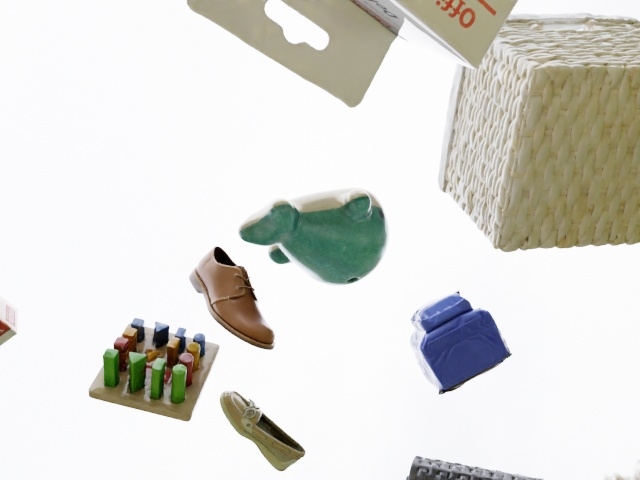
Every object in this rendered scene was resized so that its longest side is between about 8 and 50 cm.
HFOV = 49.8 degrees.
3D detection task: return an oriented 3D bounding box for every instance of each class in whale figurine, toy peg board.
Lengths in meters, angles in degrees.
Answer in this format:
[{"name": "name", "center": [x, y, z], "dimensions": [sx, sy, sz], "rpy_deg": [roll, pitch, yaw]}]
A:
[{"name": "whale figurine", "center": [0.000, 0.000, 1.097], "dimensions": [0.216, 0.272, 0.141], "rpy_deg": [-31, -111, 31]}, {"name": "toy peg board", "center": [-0.254, 0.180, 1.077], "dimensions": [0.161, 0.160, 0.079], "rpy_deg": [14, -55, 2]}]

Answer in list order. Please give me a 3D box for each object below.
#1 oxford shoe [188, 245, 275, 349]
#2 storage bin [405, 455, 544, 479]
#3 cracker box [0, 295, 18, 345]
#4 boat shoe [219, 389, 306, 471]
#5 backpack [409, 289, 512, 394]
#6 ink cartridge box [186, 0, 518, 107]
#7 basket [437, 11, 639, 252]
[{"name": "oxford shoe", "center": [-0.127, 0.082, 1.037], "dimensions": [0.076, 0.212, 0.076], "rpy_deg": [16, -67, -50]}, {"name": "storage bin", "center": [0.100, 0.237, 0.460], "dimensions": [0.084, 0.122, 0.180], "rpy_deg": [5, -38, 18]}, {"name": "cracker box", "center": [-0.558, 0.092, 0.940], "dimensions": [0.156, 0.067, 0.232], "rpy_deg": [-37, -51, 3]}, {"name": "boat shoe", "center": [-0.086, 0.274, 1.019], "dimensions": [0.048, 0.056, 0.153], "rpy_deg": [-38, -84, 17]}, {"name": "backpack", "center": [0.155, 0.114, 0.799], "dimensions": [0.098, 0.120, 0.101], "rpy_deg": [-22, -99, -1]}, {"name": "ink cartridge box", "center": [0.078, -0.272, 0.499], "dimensions": [0.207, 0.119, 0.353], "rpy_deg": [22, -77, -40]}, {"name": "basket", "center": [0.404, -0.184, 1.138], "dimensions": [0.328, 0.266, 0.331], "rpy_deg": [-3, -60, -11]}]
